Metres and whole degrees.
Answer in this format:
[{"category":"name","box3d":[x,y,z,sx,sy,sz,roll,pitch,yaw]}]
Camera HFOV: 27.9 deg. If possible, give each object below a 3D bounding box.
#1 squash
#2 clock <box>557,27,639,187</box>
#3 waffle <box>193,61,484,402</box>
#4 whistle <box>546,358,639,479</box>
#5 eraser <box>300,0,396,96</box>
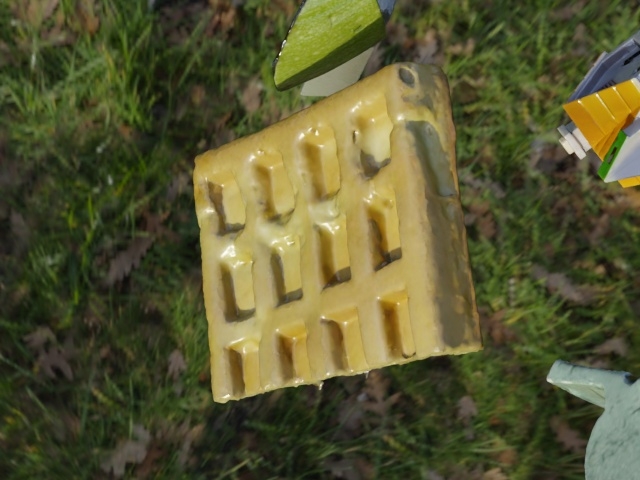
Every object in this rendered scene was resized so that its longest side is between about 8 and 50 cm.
[{"category":"squash","box3d":[0.025,-0.237,1.495,0.085,0.192,0.184,31,90,8]},{"category":"clock","box3d":[0.471,-0.194,1.723,0.309,0.235,0.166,-36,109,11]},{"category":"waffle","box3d":[0.001,0.000,1.331,0.077,0.348,0.304,8,69,-47]},{"category":"whistle","box3d":[0.434,0.237,1.637,0.168,0.405,0.188,24,113,-23]},{"category":"eraser","box3d":[0.042,-0.303,1.802,0.077,0.352,0.111,18,73,-5]}]
